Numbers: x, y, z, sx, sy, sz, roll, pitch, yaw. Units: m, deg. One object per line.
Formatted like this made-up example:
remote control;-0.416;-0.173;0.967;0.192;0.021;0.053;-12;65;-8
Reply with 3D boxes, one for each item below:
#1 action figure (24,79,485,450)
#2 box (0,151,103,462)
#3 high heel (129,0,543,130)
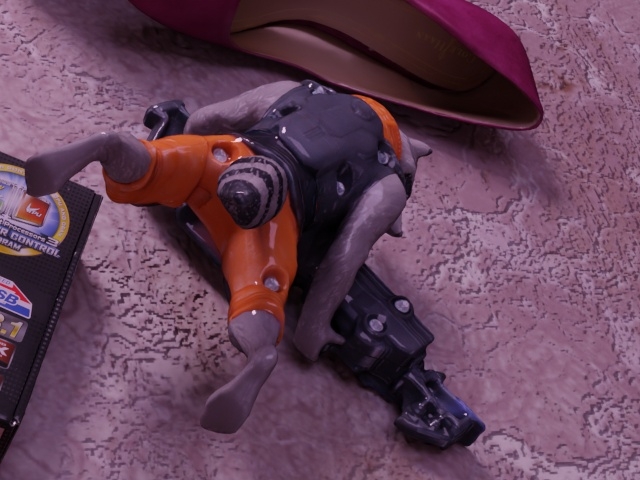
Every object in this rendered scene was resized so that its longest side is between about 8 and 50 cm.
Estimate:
action figure;0.000;0.000;1.090;0.341;0.178;0.330;42;32;6
box;-0.291;0.005;1.001;0.270;0.060;0.216;23;41;-10
high heel;0.020;-0.174;1.318;0.377;0.127;0.181;-1;39;-37
